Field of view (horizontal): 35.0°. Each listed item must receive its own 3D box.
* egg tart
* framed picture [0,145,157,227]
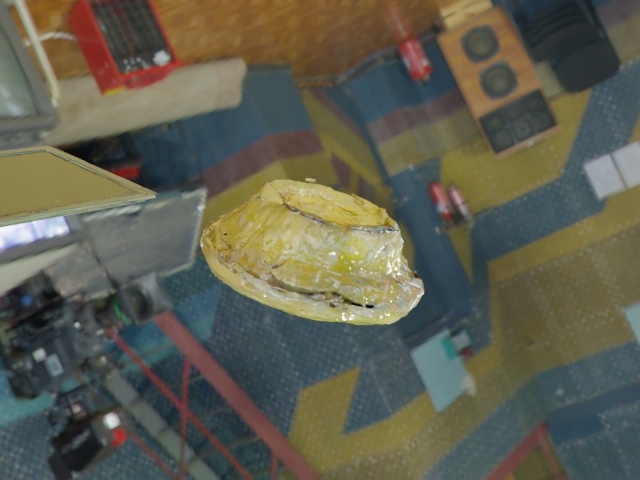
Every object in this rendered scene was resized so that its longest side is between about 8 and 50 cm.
[{"bbox_3d":[0.000,0.000,1.470,0.345,0.345,0.132,-20,130,-62],"label":"egg tart"},{"bbox_3d":[-0.331,-0.057,1.082,0.197,0.014,0.252,23,-157,33],"label":"framed picture"}]
